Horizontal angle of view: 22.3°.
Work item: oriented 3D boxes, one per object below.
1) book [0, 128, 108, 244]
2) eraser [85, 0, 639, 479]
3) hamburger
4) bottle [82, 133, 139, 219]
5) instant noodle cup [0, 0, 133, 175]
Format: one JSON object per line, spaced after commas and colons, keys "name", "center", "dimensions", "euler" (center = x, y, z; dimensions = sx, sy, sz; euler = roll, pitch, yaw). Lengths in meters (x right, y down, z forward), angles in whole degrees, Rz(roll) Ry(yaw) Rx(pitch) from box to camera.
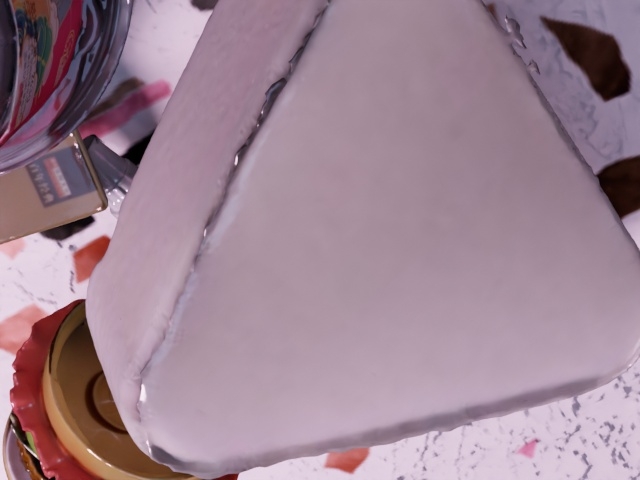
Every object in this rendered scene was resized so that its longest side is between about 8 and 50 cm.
{"name": "book", "center": [-0.308, -0.067, 0.969], "dimensions": [0.310, 0.021, 0.217], "euler": [-18, 111, 8]}
{"name": "eraser", "center": [0.000, 0.000, 0.954], "dimensions": [0.331, 0.150, 0.331], "euler": [-8, 116, -17]}
{"name": "hamburger", "center": [-0.132, 0.123, 1.075], "dimensions": [0.175, 0.175, 0.137], "euler": [18, 139, -17]}
{"name": "bottle", "center": [-0.077, 0.008, 1.050], "dimensions": [0.060, 0.060, 0.217], "euler": [-38, 120, 21]}
{"name": "instant noodle cup", "center": [-0.234, -0.118, 0.836], "dimensions": [0.302, 0.181, 0.258], "euler": [-41, 107, 16]}
